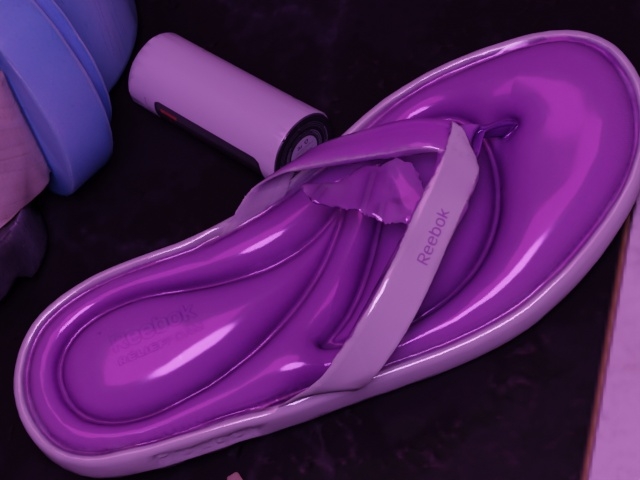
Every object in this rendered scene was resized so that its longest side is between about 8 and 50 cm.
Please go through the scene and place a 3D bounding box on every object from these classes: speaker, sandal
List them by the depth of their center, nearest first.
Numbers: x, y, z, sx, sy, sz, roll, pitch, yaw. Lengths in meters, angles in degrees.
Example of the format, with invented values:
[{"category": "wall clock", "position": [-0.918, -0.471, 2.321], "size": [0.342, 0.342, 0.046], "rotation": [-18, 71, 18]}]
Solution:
[{"category": "sandal", "position": [0.008, 0.012, 0.969], "size": [0.416, 0.102, 0.169], "rotation": [-32, 68, 2]}, {"category": "speaker", "position": [-0.059, -0.085, 1.085], "size": [0.136, 0.055, 0.055], "rotation": [31, 78, 30]}]

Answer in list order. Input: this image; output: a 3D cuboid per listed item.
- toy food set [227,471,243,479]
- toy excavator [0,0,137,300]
[{"category": "toy food set", "position": [-0.102, 0.229, 0.951], "size": [0.192, 0.038, 0.132], "rotation": [-28, 63, -9]}, {"category": "toy excavator", "position": [-0.233, -0.229, 1.167], "size": [0.433, 0.222, 0.445], "rotation": [34, 65, 32]}]
